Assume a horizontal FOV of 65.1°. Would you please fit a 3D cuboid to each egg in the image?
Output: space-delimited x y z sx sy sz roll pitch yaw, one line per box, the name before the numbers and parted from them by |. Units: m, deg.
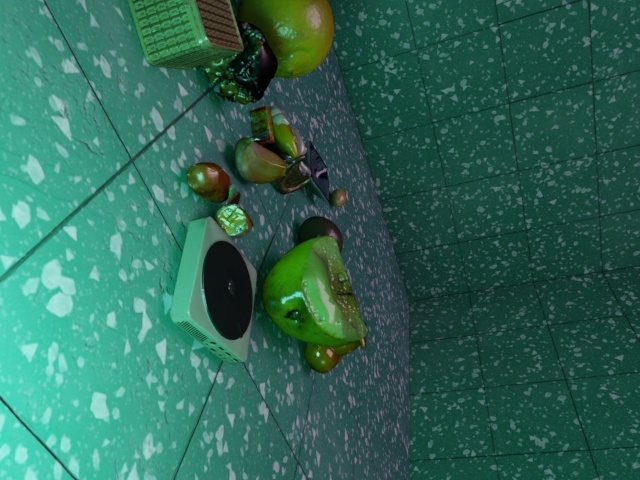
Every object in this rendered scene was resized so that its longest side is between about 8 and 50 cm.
egg | 0.084 -0.202 2.411 0.096 0.080 0.080 -57 134 -54

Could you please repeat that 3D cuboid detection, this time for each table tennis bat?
table tennis bat | -0.230 -0.096 1.273 0.087 0.013 0.156 -54 176 -29

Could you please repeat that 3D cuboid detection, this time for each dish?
dish | -0.036 -0.272 2.062 0.243 0.080 0.182 49 34 -62

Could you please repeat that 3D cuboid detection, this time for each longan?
longan | 0.000 0.000 1.865 0.189 0.189 0.189 -11 90 -73

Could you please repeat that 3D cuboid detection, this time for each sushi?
sushi | -0.219 -0.487 1.412 0.213 0.200 0.204 61 9 24

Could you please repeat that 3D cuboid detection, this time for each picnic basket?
picnic basket | -0.321 -0.580 1.165 0.228 0.175 0.313 -47 124 -69

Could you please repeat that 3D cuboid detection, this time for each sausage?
sausage | -0.265 -0.140 1.223 0.179 0.089 0.089 36 44 -80

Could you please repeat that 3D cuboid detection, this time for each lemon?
lemon | -0.117 -0.717 1.669 0.348 0.347 0.348 -11 90 -73

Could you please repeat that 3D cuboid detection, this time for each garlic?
garlic | -0.198 -0.232 1.468 0.115 0.128 0.206 -58 151 1

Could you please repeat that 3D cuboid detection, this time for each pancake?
pancake | -0.080 -0.226 1.751 0.020 0.184 0.190 51 30 19

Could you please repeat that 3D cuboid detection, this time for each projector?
projector | -0.238 0.118 1.147 0.257 0.079 0.259 58 26 -49

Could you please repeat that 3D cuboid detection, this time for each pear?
pear | -0.047 0.174 1.494 0.318 0.238 0.343 -4 73 -59

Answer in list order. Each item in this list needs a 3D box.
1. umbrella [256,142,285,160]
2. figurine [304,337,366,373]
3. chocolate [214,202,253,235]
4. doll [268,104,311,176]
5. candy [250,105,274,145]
umbrella | -0.168 -0.273 1.674 0.066 0.059 0.235 38 6 14
figurine | 0.048 0.336 1.720 0.215 0.228 0.215 -23 90 -84
chocolate | -0.216 -0.043 1.295 0.219 0.085 0.086 107 -27 -86
doll | -0.114 -0.349 1.767 0.252 0.111 0.237 61 -3 9
candy | -0.192 -0.377 1.651 0.038 0.062 0.122 20 61 -69
